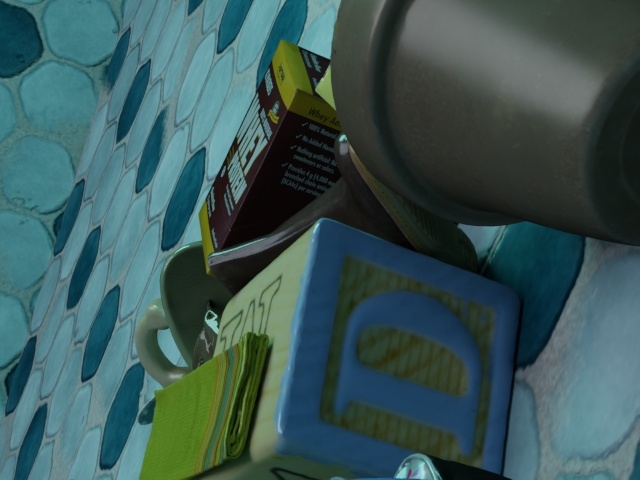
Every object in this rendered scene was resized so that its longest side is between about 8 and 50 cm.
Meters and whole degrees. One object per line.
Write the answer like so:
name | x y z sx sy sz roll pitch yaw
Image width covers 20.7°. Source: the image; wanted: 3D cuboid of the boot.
boot | 0.000 0.000 1.433 0.207 0.248 0.090 -14 58 17

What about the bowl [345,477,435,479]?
bowl | 0.031 0.328 0.971 0.391 0.077 0.391 -1 88 36

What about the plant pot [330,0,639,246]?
plant pot | 0.169 -0.103 1.169 0.229 0.263 0.263 42 112 53

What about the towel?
towel | -0.102 0.145 1.408 0.237 0.021 0.102 -34 39 62

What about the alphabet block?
alphabet block | 0.025 0.126 1.397 0.197 0.192 0.193 -40 33 56

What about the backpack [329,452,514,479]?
backpack | 0.058 0.291 1.142 0.225 0.191 0.253 -114 42 -65

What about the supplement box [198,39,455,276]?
supplement box | 0.015 -0.046 1.605 0.194 0.191 0.129 -63 18 21

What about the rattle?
rattle | -0.154 0.137 2.133 0.143 0.130 0.200 -75 -12 -52

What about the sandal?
sandal | -0.059 0.131 1.609 0.086 0.120 0.303 56 -170 -73

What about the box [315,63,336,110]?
box | 0.110 -0.125 1.342 0.058 0.232 0.087 49 122 35
